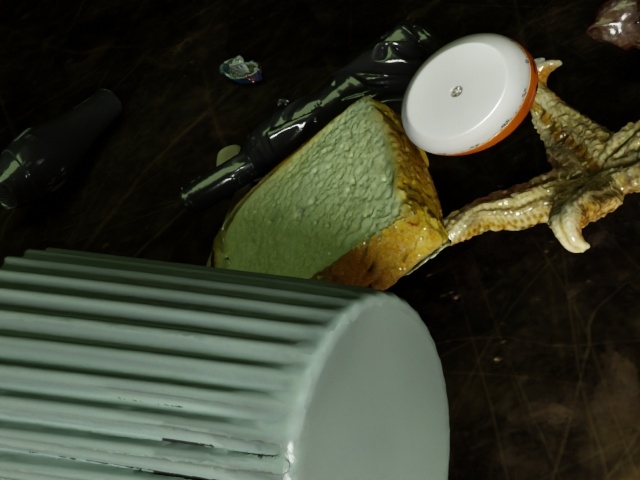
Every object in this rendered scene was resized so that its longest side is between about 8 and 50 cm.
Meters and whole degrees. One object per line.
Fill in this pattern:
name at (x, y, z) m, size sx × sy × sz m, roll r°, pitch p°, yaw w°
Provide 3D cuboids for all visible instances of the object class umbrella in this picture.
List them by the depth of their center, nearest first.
umbrella at (-0.007, -0.128, 1.219) m, size 0.340 × 0.118 × 0.118 m, roll -29°, pitch 38°, yaw 2°

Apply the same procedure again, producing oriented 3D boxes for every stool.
stool at (-0.098, 0.158, 0.835) m, size 0.330 × 0.297 × 0.297 m, roll 2°, pitch 49°, yaw 31°

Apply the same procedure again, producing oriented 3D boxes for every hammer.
hammer at (-0.103, 0.000, 1.217) m, size 0.062 × 0.013 × 0.199 m, roll 7°, pitch 53°, yaw 12°

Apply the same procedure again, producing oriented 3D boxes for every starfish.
starfish at (0.248, -0.079, 0.998) m, size 0.375 × 0.094 × 0.327 m, roll -31°, pitch 24°, yaw 2°

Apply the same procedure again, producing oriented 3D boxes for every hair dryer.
hair dryer at (-0.427, -0.129, 1.546) m, size 0.271 × 0.091 × 0.235 m, roll -1°, pitch 38°, yaw 40°

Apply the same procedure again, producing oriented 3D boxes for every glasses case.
glasses case at (-0.108, -0.086, 1.315) m, size 0.032 × 0.021 × 0.083 m, roll -18°, pitch 41°, yaw 10°

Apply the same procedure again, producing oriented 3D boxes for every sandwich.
sandwich at (0.001, 0.000, 1.042) m, size 0.251 × 0.087 × 0.226 m, roll -39°, pitch 35°, yaw 21°

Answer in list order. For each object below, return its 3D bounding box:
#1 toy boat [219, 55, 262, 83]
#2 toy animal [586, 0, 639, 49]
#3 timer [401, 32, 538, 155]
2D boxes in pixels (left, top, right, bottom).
toy boat at (-0.106, -0.231, 1.464) m, size 0.083 × 0.038 × 0.038 m, roll 19°, pitch 60°, yaw 47°
toy animal at (0.354, -0.242, 1.059) m, size 0.179 × 0.116 × 0.218 m, roll 6°, pitch 23°, yaw 25°
timer at (0.145, -0.131, 1.014) m, size 0.136 × 0.136 × 0.099 m, roll -24°, pitch 74°, yaw 10°
